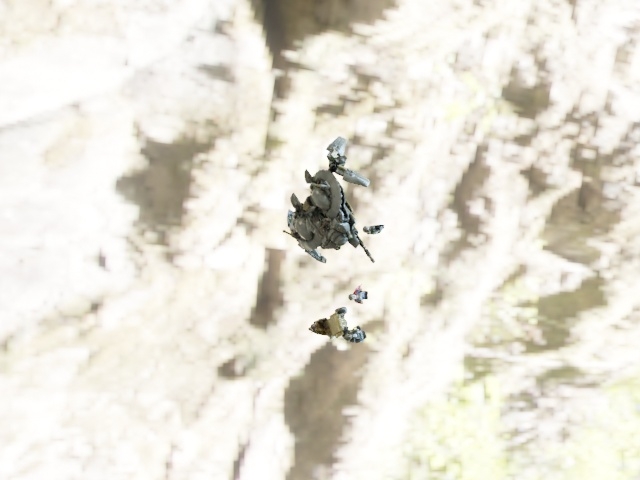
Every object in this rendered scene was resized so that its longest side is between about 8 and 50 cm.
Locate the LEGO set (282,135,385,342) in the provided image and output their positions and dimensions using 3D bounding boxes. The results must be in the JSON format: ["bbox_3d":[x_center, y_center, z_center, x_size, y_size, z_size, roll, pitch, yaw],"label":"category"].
[{"bbox_3d":[0.002,0.001,0.666,0.054,0.023,0.083,-18,-99,51],"label":"LEGO set"}]
